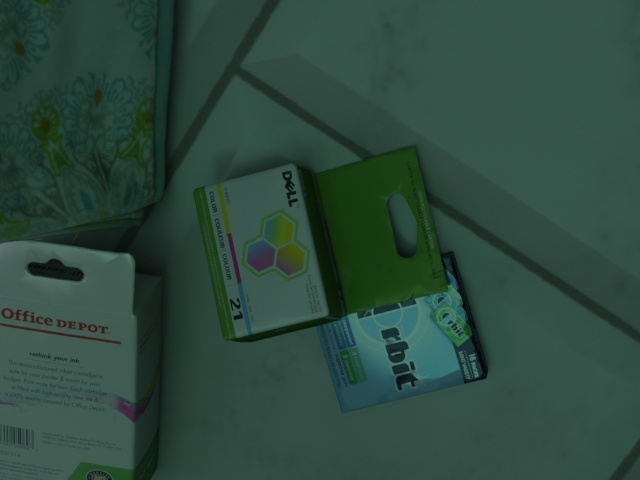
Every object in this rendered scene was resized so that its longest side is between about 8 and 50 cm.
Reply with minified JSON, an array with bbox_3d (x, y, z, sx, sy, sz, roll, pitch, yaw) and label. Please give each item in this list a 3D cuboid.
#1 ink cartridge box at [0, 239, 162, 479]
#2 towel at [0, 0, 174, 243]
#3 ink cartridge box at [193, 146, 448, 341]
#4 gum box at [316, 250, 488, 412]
[{"bbox_3d":[-0.306,0.144,1.776,0.207,0.119,0.353,9,114,8],"label":"ink cartridge box"},{"bbox_3d":[-0.307,-0.183,1.637,0.090,0.321,0.374,13,106,39],"label":"towel"},{"bbox_3d":[0.000,0.000,1.703,0.255,0.097,0.188,-15,82,14],"label":"ink cartridge box"},{"bbox_3d":[0.093,0.112,1.761,0.184,0.041,0.157,-15,98,14],"label":"gum box"}]
